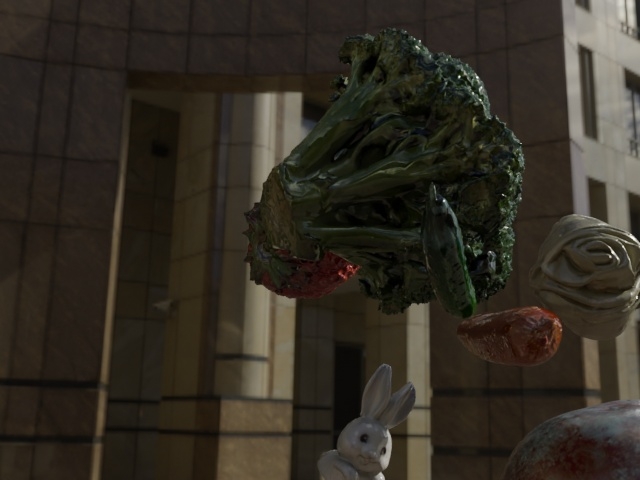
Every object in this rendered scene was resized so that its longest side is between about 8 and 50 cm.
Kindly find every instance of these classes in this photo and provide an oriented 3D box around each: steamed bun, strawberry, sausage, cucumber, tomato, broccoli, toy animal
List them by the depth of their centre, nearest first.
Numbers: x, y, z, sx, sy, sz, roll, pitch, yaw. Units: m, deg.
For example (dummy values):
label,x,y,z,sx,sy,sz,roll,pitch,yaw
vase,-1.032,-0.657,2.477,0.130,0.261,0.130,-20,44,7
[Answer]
label,x,y,z,sx,sy,sz,roll,pitch,yaw
cucumber,0.105,0.017,0.654,0.037,0.037,0.155,-4,-47,20
tomato,0.357,0.326,0.872,0.317,0.282,0.316,-6,-3,0
broccoli,0.070,-0.058,0.873,0.284,0.321,0.304,-14,-18,-26
sausage,0.320,0.167,1.344,0.097,0.093,0.348,-15,-6,-7
toy animal,0.094,0.339,1.372,0.104,0.220,0.131,28,10,-13
steamed bun,0.501,0.057,1.417,0.211,0.218,0.144,31,-12,13
strawberry,0.000,0.000,1.605,0.289,0.238,0.250,-10,36,-33
